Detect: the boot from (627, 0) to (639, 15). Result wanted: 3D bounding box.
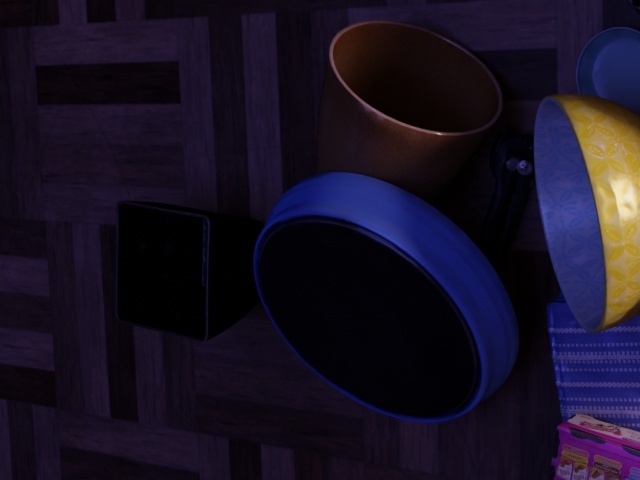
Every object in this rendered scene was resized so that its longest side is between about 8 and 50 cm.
[{"bbox_3d":[0.411,-0.283,1.679,0.229,0.091,0.263,59,171,10],"label":"boot"}]

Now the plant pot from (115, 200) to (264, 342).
[{"bbox_3d":[-0.186,0.033,2.214,0.187,0.167,0.188,10,104,36],"label":"plant pot"}]

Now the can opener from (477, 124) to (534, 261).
[{"bbox_3d":[0.249,-0.058,1.942,0.059,0.073,0.186,6,108,-3],"label":"can opener"}]

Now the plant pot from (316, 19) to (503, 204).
[{"bbox_3d":[0.087,-0.123,1.959,0.237,0.237,0.254,44,133,24],"label":"plant pot"}]

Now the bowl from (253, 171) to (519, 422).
[{"bbox_3d":[0.076,0.087,1.961,0.391,0.077,0.391,25,141,23],"label":"bowl"}]

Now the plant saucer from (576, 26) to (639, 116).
[{"bbox_3d":[0.378,-0.207,1.830,0.119,0.021,0.119,7,101,37],"label":"plant saucer"}]

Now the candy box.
[{"bbox_3d":[0.369,0.356,1.860,0.159,0.071,0.233,16,108,31],"label":"candy box"}]

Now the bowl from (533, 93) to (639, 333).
[{"bbox_3d":[0.369,-0.044,1.758,0.156,0.289,0.290,-11,91,-4],"label":"bowl"}]

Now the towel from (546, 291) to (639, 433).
[{"bbox_3d":[0.420,0.225,1.866,0.243,0.040,0.336,-5,96,37],"label":"towel"}]
